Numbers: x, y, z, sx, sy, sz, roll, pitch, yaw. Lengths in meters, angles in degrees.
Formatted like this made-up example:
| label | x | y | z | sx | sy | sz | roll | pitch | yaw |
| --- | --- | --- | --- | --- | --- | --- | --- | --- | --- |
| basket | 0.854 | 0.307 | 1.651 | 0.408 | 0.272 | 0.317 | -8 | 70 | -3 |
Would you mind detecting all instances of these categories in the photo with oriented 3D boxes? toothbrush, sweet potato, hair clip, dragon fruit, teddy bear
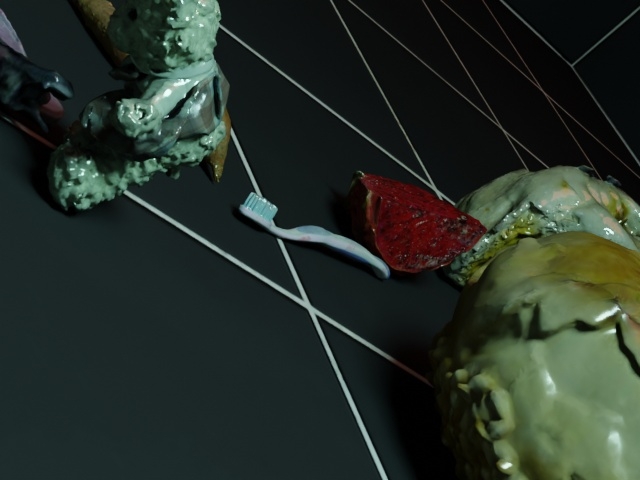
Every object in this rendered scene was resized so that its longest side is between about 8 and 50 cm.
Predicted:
| label | x | y | z | sx | sy | sz | roll | pitch | yaw |
| --- | --- | --- | --- | --- | --- | --- | --- | --- | --- |
| toothbrush | 0.000 | 0.000 | 1.602 | 0.021 | 0.027 | 0.269 | 44 | 10 | 31 |
| sweet potato | -0.140 | -0.155 | 1.517 | 0.226 | 0.068 | 0.068 | 50 | 16 | 7 |
| hair clip | -0.251 | -0.150 | 1.257 | 0.187 | 0.056 | 0.146 | 46 | 15 | 23 |
| dragon fruit | 0.076 | -0.017 | 1.758 | 0.162 | 0.083 | 0.106 | 8 | 22 | -40 |
| teddy bear | -0.109 | -0.108 | 1.214 | 0.111 | 0.213 | 0.133 | 23 | 27 | -11 |

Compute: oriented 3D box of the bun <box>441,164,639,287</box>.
| label | x | y | z | sx | sy | sz | roll | pitch | yaw |
| --- | --- | --- | --- | --- | --- | --- | --- | --- | --- |
| bun | 0.280 | 0.026 | 1.952 | 0.281 | 0.205 | 0.281 | 46 | 15 | -16 |

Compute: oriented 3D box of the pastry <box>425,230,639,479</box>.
| label | x | y | z | sx | sy | sz | roll | pitch | yaw |
| --- | --- | --- | --- | --- | --- | --- | --- | --- | --- |
| pastry | 0.257 | 0.180 | 1.465 | 0.409 | 0.245 | 0.409 | 46 | 13 | -14 |
